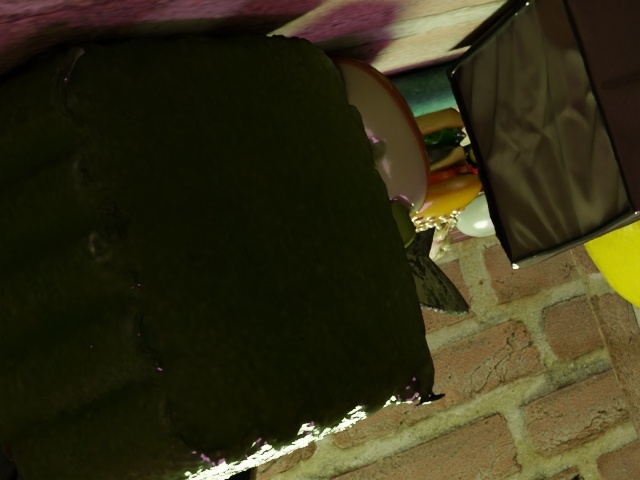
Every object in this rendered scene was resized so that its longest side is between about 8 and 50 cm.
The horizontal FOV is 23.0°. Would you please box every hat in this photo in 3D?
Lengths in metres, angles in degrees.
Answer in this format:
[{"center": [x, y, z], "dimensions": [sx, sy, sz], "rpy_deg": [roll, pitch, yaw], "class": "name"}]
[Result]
[{"center": [0.052, -0.020, 1.696], "dimensions": [0.266, 0.128, 0.265], "rpy_deg": [16, -175, -1], "class": "hat"}]

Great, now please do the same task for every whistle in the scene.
[{"center": [0.102, -0.126, 1.290], "dimensions": [0.186, 0.039, 0.039], "rpy_deg": [-17, 175, -27], "class": "whistle"}]

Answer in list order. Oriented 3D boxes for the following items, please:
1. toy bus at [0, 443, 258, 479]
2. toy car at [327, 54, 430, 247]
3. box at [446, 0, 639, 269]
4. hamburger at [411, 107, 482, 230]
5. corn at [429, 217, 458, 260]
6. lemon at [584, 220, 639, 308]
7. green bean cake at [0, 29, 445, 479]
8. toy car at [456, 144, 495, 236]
[{"center": [-0.232, 0.117, 1.056], "dimensions": [0.365, 0.176, 0.202], "rpy_deg": [13, 153, -16], "class": "toy bus"}, {"center": [-0.019, -0.060, 1.151], "dimensions": [0.235, 0.145, 0.235], "rpy_deg": [-27, -167, 7], "class": "toy car"}, {"center": [0.217, -0.100, 1.162], "dimensions": [0.153, 0.188, 0.252], "rpy_deg": [-18, 177, -17], "class": "box"}, {"center": [0.065, -0.060, 1.421], "dimensions": [0.162, 0.115, 0.162], "rpy_deg": [-18, 176, -1], "class": "hamburger"}, {"center": [0.001, 0.002, 1.906], "dimensions": [0.335, 0.126, 0.126], "rpy_deg": [-16, 175, -3], "class": "corn"}, {"center": [0.483, -0.050, 1.979], "dimensions": [0.348, 0.348, 0.348], "rpy_deg": [-19, 175, -2], "class": "lemon"}, {"center": [-0.076, 0.013, 0.898], "dimensions": [0.156, 0.246, 0.250], "rpy_deg": [-24, 174, 37], "class": "green bean cake"}, {"center": [0.194, -0.059, 1.981], "dimensions": [0.139, 0.112, 0.112], "rpy_deg": [-22, 175, 20], "class": "toy car"}]
